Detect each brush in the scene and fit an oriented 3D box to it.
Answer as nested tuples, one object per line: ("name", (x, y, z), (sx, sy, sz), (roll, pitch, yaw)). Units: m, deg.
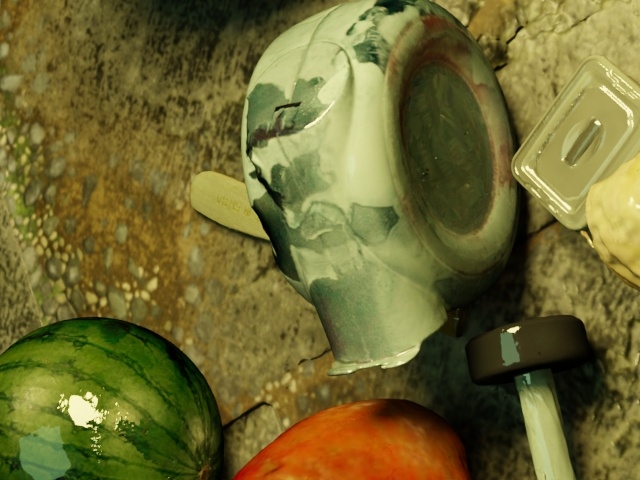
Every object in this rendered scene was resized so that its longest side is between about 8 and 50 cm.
("brush", (0.000, 0.000, 1.570), (0.336, 0.020, 0.085), (21, 100, 37))

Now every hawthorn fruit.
("hawthorn fruit", (0.013, 0.239, 1.388), (0.224, 0.261, 0.224), (7, 100, 49))

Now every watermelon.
("watermelon", (-0.208, 0.189, 1.586), (0.242, 0.242, 0.242), (-3, 85, 38))

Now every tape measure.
("tape measure", (0.044, -0.058, 1.377), (0.147, 0.275, 0.256), (-10, 110, 33))

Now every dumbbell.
("dumbbell", (0.179, 0.161, 1.368), (0.100, 0.100, 0.191), (-19, 75, 36))

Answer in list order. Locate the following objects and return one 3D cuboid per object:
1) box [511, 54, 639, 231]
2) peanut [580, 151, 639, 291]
("box", (0.221, -0.075, 1.374), (0.089, 0.062, 0.122), (48, 116, 30))
("peanut", (0.338, 0.015, 1.234), (0.313, 0.149, 0.149), (27, 104, 34))
